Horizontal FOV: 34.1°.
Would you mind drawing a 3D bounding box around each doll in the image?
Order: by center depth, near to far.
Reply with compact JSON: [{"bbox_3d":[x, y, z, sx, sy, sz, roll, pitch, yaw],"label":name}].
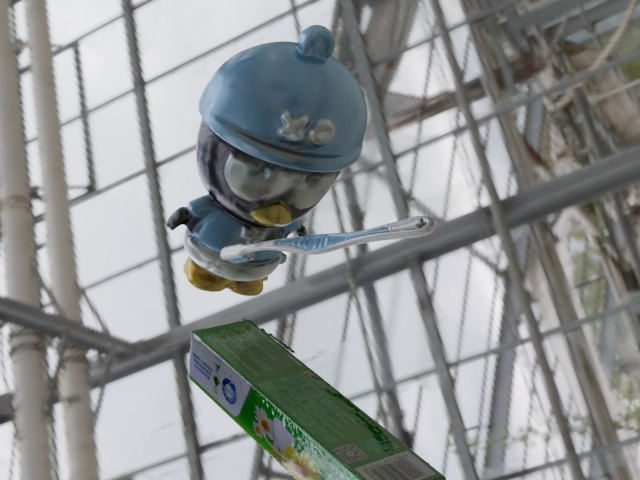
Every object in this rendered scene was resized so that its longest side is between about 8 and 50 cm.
[{"bbox_3d":[-0.053,-0.080,1.081,0.177,0.314,0.141,7,-148,-25],"label":"doll"}]

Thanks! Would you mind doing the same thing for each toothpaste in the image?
[{"bbox_3d":[-0.008,0.098,0.562,0.043,0.178,0.037,-13,-59,-35],"label":"toothpaste"}]

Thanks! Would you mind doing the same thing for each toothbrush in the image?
[{"bbox_3d":[0.000,0.000,0.647,0.017,0.162,0.014,35,-124,-43],"label":"toothbrush"}]
